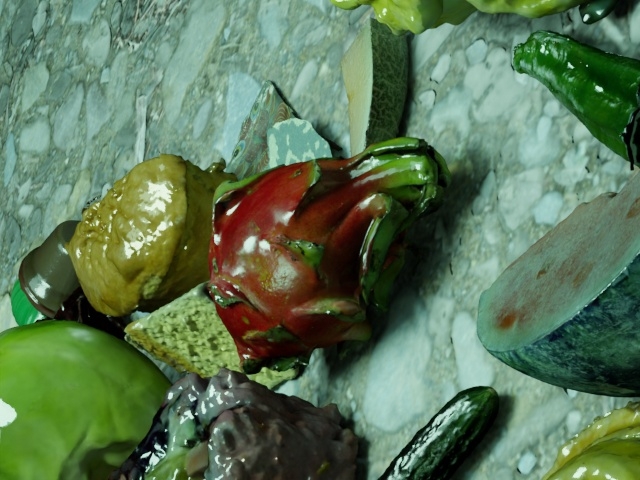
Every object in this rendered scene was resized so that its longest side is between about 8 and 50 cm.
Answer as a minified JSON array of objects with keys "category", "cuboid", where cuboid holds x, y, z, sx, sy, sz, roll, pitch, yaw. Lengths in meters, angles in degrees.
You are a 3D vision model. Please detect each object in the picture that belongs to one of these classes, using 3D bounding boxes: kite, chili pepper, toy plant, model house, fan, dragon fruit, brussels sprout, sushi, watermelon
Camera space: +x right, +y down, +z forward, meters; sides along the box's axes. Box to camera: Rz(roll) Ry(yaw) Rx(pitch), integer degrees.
[{"category":"kite","cuboid":[-0.042,-0.105,1.847,0.229,0.016,0.127,26,99,58]},{"category":"chili pepper","cuboid":[0.224,-0.132,1.433,0.227,0.059,0.088,38,111,58]},{"category":"toy plant","cuboid":[-0.337,0.071,2.112,0.143,0.105,0.200,-103,34,-50]},{"category":"model house","cuboid":[-0.311,0.156,1.995,0.203,0.141,0.164,-57,41,23]},{"category":"fan","cuboid":[-0.017,-0.040,1.763,0.131,0.009,0.240,-50,43,39]},{"category":"dragon fruit","cuboid":[0.012,0.018,1.586,0.269,0.198,0.200,-13,98,24]},{"category":"brussels sprout","cuboid":[-0.289,0.248,1.764,0.344,0.268,0.344,0,90,27]},{"category":"sushi","cuboid":[-0.091,0.255,1.592,0.236,0.171,0.270,31,95,57]},{"category":"watermelon","cuboid":[0.254,0.022,1.278,0.226,0.148,0.318,-64,15,-23]}]

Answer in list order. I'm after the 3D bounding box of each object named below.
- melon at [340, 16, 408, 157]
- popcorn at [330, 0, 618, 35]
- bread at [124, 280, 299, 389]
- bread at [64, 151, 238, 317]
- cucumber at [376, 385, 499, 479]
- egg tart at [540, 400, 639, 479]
[{"category":"melon","cuboid":[0.049,-0.129,1.694,0.098,0.054,0.182,-40,43,47]},{"category":"popcorn","cuboid":[0.106,-0.309,1.526,0.293,0.237,0.293,-38,38,37]},{"category":"bread","cuboid":[-0.109,0.099,1.726,0.147,0.152,0.127,-32,59,45]},{"category":"bread","cuboid":[-0.183,0.010,1.896,0.229,0.143,0.139,-42,53,42]},{"category":"cucumber","cuboid":[0.088,0.206,1.464,0.058,0.052,0.214,47,114,32]},{"category":"egg tart","cuboid":[0.221,0.243,1.194,0.290,0.115,0.290,-30,50,43]}]
